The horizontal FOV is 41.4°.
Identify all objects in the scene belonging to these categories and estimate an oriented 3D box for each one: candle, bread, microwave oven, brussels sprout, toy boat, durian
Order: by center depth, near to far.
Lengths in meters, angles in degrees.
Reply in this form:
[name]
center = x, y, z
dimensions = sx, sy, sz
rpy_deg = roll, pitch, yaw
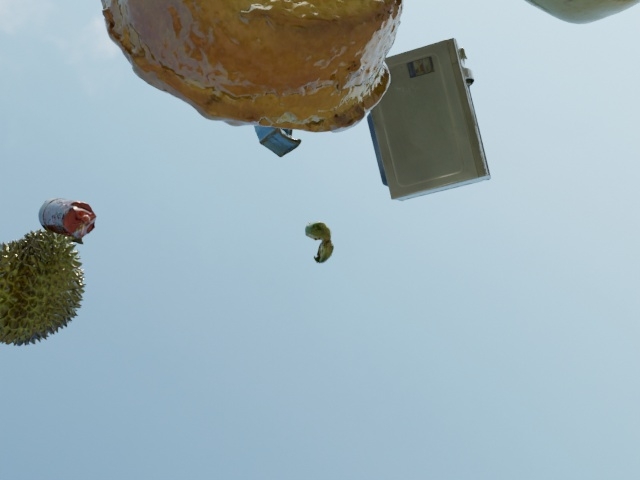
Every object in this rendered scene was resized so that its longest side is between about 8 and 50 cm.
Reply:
[bread]
center = -0.055, -0.204, 0.684
dimensions = 0.268, 0.146, 0.268
rpy_deg = 11, -129, -14
[candle]
center = -0.339, -0.030, 1.141
dimensions = 0.052, 0.130, 0.052
rpy_deg = -5, -81, -34
[durian]
center = -0.426, 0.069, 1.232
dimensions = 0.198, 0.146, 0.159
rpy_deg = -29, -93, 1
[microwave oven]
center = 0.158, -0.173, 1.256
dimensions = 0.129, 0.163, 0.205
rpy_deg = -6, -97, -74
[toy boat]
center = -0.074, -0.226, 1.473
dimensions = 0.075, 0.077, 0.185
rpy_deg = 34, -154, -34
[brussels sprout]
center = 0.001, 0.001, 1.653
dimensions = 0.051, 0.046, 0.083
rpy_deg = -19, -75, 2

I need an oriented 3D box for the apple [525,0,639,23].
[apple]
center = 0.253, -0.314, 0.830
dimensions = 0.200, 0.200, 0.200
rpy_deg = 0, -89, -37
